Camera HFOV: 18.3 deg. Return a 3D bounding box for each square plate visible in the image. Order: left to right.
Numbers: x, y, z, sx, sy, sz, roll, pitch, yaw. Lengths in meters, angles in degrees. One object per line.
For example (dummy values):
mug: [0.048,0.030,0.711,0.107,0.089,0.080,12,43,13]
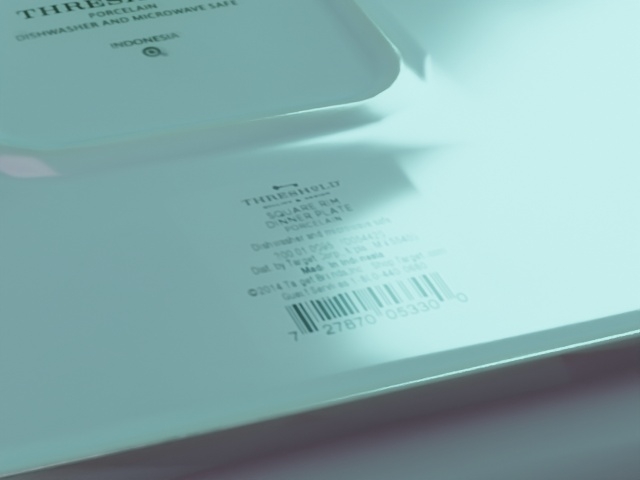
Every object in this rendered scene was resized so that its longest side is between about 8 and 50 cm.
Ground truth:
square plate: [-0.039,-0.032,0.439,0.347,0.049,0.344,-11,39,-22]
